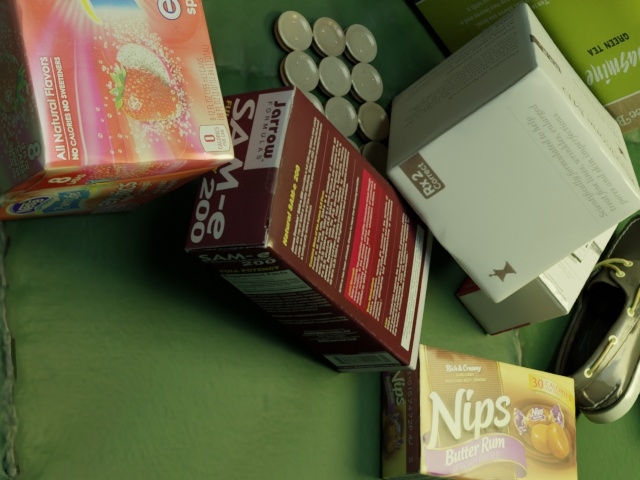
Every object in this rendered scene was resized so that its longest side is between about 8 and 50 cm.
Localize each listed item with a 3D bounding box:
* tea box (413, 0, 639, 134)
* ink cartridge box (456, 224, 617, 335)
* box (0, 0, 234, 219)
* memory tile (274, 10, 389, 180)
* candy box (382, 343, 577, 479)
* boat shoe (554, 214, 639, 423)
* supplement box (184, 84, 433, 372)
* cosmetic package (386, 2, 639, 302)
[{"bbox_3d":[0.258,-0.309,1.313,0.323,0.220,0.329,51,51,-15],"label":"tea box"},{"bbox_3d":[0.198,0.013,1.242,0.056,0.099,0.135,49,51,-15],"label":"ink cartridge box"},{"bbox_3d":[-0.186,-0.175,0.961,0.154,0.142,0.300,-5,79,-39],"label":"box"},{"bbox_3d":[0.013,-0.123,1.193,0.113,0.012,0.148,2,74,-39],"label":"memory tile"},{"bbox_3d":[0.138,0.159,1.178,0.187,0.053,0.109,16,66,-36],"label":"candy box"},{"bbox_3d":[0.283,0.060,1.308,0.069,0.081,0.227,40,57,-27],"label":"boat shoe"},{"bbox_3d":[0.000,0.000,1.049,0.239,0.073,0.130,43,49,-50],"label":"supplement box"},{"bbox_3d":[0.159,-0.077,1.160,0.151,0.151,0.183,48,20,-18],"label":"cosmetic package"}]
